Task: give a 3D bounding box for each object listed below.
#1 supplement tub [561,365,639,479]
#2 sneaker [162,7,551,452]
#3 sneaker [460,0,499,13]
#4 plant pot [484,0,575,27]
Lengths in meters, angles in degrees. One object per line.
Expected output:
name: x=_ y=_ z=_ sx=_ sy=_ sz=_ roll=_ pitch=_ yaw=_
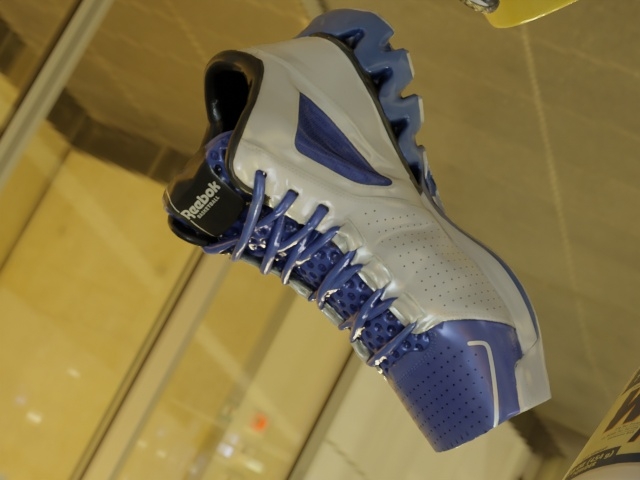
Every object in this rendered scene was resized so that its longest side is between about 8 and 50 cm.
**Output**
supplement tub: x=0.337 y=0.221 z=1.178 sx=0.235 sy=0.325 sz=0.235 roll=15 pitch=122 yaw=26
sneaker: x=0.000 y=-0.001 z=0.895 sx=0.182 sy=0.315 sz=0.127 roll=-12 pitch=160 yaw=-37
sneaker: x=0.110 y=-0.230 z=1.150 sx=0.109 sy=0.044 sz=0.040 roll=45 pitch=-174 yaw=18
plant pot: x=0.240 y=-0.397 z=1.513 sx=0.239 sy=0.254 sz=0.254 roll=58 pitch=158 yaw=-15
